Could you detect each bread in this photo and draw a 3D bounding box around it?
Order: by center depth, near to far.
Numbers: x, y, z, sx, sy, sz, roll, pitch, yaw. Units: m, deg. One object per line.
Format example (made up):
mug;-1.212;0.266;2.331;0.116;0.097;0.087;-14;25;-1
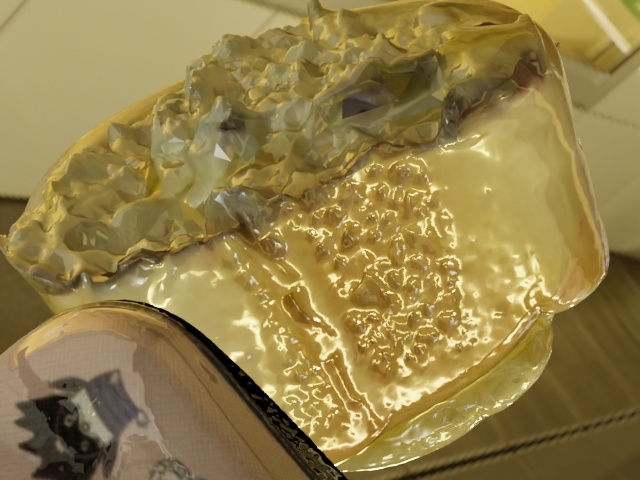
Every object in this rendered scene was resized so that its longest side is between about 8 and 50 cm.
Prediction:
bread;0.000;0.000;0.757;0.211;0.316;0.270;-116;1;-50

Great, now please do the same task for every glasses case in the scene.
glasses case;-0.006;0.154;0.426;0.314;0.122;0.075;48;-160;12
